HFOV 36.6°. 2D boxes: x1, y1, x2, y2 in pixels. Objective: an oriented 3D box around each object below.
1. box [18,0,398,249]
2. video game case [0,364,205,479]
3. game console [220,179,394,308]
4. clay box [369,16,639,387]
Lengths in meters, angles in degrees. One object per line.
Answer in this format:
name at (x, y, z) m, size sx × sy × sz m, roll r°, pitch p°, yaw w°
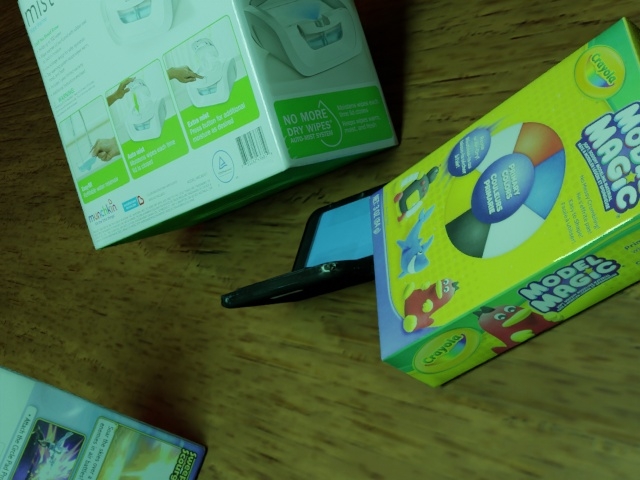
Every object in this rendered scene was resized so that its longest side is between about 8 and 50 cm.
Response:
box at (-0.102, -0.138, 0.758) m, size 0.262 × 0.127 × 0.231 m, roll -19°, pitch 88°, yaw 47°
video game case at (-0.233, 0.222, 0.641) m, size 0.061 × 0.244 × 0.269 m, roll -4°, pitch 61°, yaw 54°
game console at (0.000, 0.000, 0.667) m, size 0.122 × 0.107 × 0.071 m, roll -20°, pitch 78°, yaw 47°
clay box at (0.124, -0.024, 0.528) m, size 0.222 × 0.053 × 0.127 m, roll -36°, pitch 39°, yaw 34°
